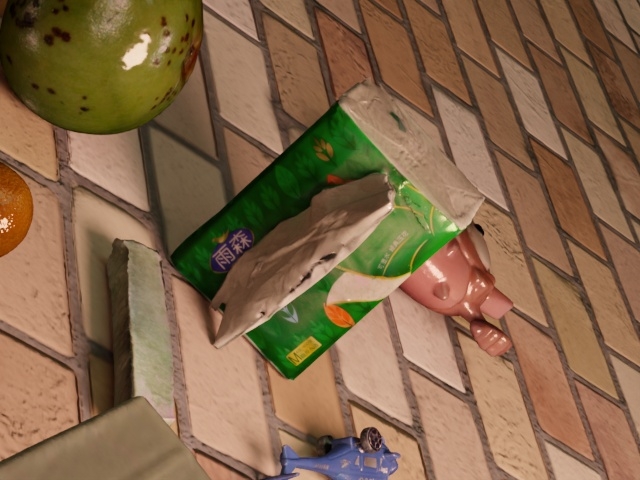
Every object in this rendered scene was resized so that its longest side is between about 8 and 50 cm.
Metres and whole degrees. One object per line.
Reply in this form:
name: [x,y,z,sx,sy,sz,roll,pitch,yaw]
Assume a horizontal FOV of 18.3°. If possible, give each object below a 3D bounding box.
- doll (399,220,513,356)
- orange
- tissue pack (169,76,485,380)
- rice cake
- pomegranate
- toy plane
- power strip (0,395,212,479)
doll: [0.106,0.004,1.939,0.211,0.093,0.262,24,30,-55]
orange: [-0.243,-0.023,1.403,0.085,0.085,0.085,38,25,-22]
tissue pack: [0.000,-0.002,1.618,0.148,0.209,0.156,48,24,-2]
rice cake: [-0.135,0.074,1.487,0.043,0.034,0.211,26,31,-25]
pomegranate: [-0.206,-0.188,1.620,0.224,0.181,0.181,28,24,3]
toy plane: [0.014,0.180,1.572,0.167,0.054,0.062,13,67,-54]
power strip: [-0.199,0.180,0.926,0.141,0.261,0.229,50,24,7]
